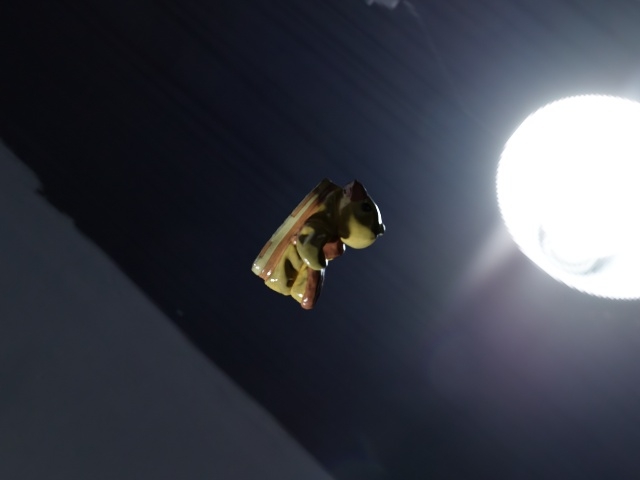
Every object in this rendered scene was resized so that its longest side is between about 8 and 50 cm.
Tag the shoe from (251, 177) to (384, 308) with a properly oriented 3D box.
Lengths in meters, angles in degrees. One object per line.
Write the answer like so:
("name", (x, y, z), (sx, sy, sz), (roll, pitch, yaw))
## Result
("shoe", (-0.002, 0.002, 0.877), (0.109, 0.069, 0.072), (-46, -178, -14))
